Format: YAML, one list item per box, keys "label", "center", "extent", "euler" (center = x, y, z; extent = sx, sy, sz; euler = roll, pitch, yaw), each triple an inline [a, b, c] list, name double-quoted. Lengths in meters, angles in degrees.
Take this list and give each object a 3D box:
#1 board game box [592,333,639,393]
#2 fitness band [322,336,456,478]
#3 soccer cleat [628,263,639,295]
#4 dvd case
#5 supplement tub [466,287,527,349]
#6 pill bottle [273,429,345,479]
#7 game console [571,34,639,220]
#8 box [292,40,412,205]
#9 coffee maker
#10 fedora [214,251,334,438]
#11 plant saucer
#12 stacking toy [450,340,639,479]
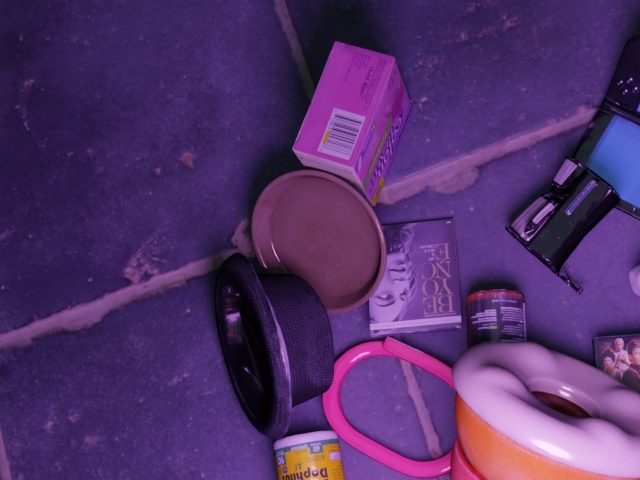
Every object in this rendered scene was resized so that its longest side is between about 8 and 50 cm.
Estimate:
- label: "board game box"
  center: [0.586, 0.236, 1.754]
  extent: [0.243, 0.042, 0.165]
  euler: [-6, 75, 11]
- label: "fitness band"
  center: [0.144, 0.296, 1.871]
  extent: [0.291, 0.054, 0.209]
  euler: [26, 85, 18]
- label: "soccer cleat"
  center: [0.682, 0.034, 1.792]
  extent: [0.331, 0.143, 0.116]
  euler: [-10, 89, -14]
- label: "dvd case"
  center: [0.168, 0.066, 1.911]
  extent: [0.164, 0.018, 0.221]
  euler: [-6, 61, 10]
- label: "supplement tub"
  center: [0.308, 0.188, 1.832]
  extent: [0.106, 0.106, 0.198]
  euler: [-2, 76, 12]
- label: "pill bottle"
  center: [-0.011, 0.443, 1.828]
  extent: [0.117, 0.117, 0.208]
  euler: [-12, 75, 9]
- label: "game console"
  center: [0.610, -0.171, 1.830]
  extent: [0.293, 0.250, 0.173]
  euler: [29, 57, 17]
- label: "box"
  center: [0.064, -0.206, 1.911]
  extent: [0.117, 0.243, 0.214]
  euler: [18, 80, 16]
- label: "coffee maker"
  center: [0.445, -0.032, 1.854]
  extent: [0.171, 0.120, 0.178]
  euler: [41, 97, -7]
- label: "fedora"
  center: [-0.069, 0.175, 1.866]
  extent: [0.152, 0.334, 0.334]
  euler: [-12, 71, -23]
- label: "plant saucer"
  center: [0.000, 0.000, 1.910]
  extent: [0.277, 0.041, 0.278]
  euler: [11, 114, 26]
- label: "stacking toy"
  center: [0.310, 0.432, 1.667]
  extent: [0.350, 0.350, 0.480]
  euler: [24, 108, 17]
